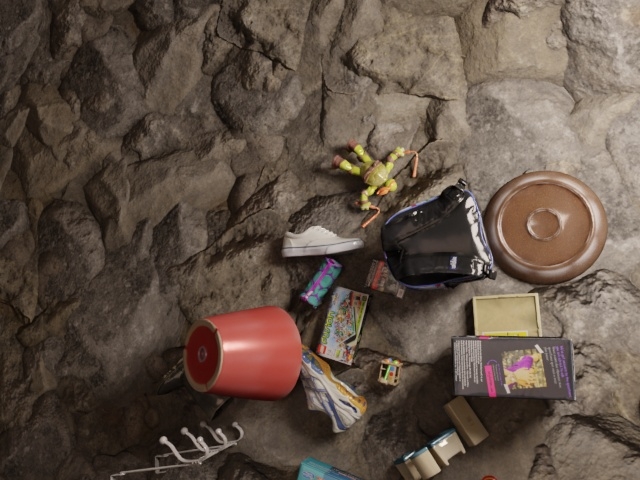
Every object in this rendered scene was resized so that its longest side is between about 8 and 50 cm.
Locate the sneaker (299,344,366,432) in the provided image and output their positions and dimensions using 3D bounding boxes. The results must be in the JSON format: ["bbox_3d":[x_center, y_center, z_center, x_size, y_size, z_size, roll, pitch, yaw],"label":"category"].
[{"bbox_3d":[-0.015,0.415,1.583,0.296,0.112,0.131,41,101,23],"label":"sneaker"}]

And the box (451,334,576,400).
[{"bbox_3d":[0.465,0.304,1.359,0.271,0.165,0.143,-2,81,19],"label":"box"}]

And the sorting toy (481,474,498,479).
[{"bbox_3d":[0.436,0.653,1.422,0.061,0.042,0.101,-22,75,15],"label":"sorting toy"}]

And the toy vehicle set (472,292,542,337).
[{"bbox_3d":[0.493,0.275,1.463,0.166,0.035,0.266,-4,80,19],"label":"toy vehicle set"}]

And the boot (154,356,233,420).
[{"bbox_3d":[-0.393,0.475,1.736,0.208,0.076,0.189,44,100,13],"label":"boot"}]

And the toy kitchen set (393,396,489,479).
[{"bbox_3d":[0.300,0.527,1.481,0.207,0.166,0.122,-24,71,-24],"label":"toy kitchen set"}]

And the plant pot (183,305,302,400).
[{"bbox_3d":[-0.229,0.315,1.556,0.275,0.243,0.274,-10,77,46],"label":"plant pot"}]

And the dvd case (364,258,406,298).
[{"bbox_3d":[0.194,0.110,1.607,0.120,0.013,0.087,17,88,22],"label":"dvd case"}]

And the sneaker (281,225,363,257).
[{"bbox_3d":[0.000,0.000,1.649,0.259,0.094,0.091,-4,85,20],"label":"sneaker"}]

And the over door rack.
[{"bbox_3d":[-0.419,0.611,1.625,0.325,0.239,0.108,-25,76,14],"label":"over door rack"}]

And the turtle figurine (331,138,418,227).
[{"bbox_3d":[0.138,-0.189,1.632,0.217,0.087,0.269,36,95,21],"label":"turtle figurine"}]

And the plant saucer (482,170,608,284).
[{"bbox_3d":[0.587,-0.039,1.473,0.311,0.050,0.310,-3,81,18],"label":"plant saucer"}]

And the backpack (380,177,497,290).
[{"bbox_3d":[0.300,0.012,1.481,0.264,0.213,0.276,-14,71,9],"label":"backpack"}]

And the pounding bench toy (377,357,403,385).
[{"bbox_3d":[0.189,0.359,1.532,0.052,0.083,0.065,9,86,21],"label":"pounding bench toy"}]

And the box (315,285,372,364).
[{"bbox_3d":[0.067,0.244,1.618,0.114,0.036,0.206,13,86,21],"label":"box"}]

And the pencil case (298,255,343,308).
[{"bbox_3d":[0.002,0.121,1.642,0.065,0.070,0.151,34,94,18],"label":"pencil case"}]

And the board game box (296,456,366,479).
[{"bbox_3d":[0.026,0.806,1.524,0.254,0.079,0.335,15,87,20],"label":"board game box"}]
